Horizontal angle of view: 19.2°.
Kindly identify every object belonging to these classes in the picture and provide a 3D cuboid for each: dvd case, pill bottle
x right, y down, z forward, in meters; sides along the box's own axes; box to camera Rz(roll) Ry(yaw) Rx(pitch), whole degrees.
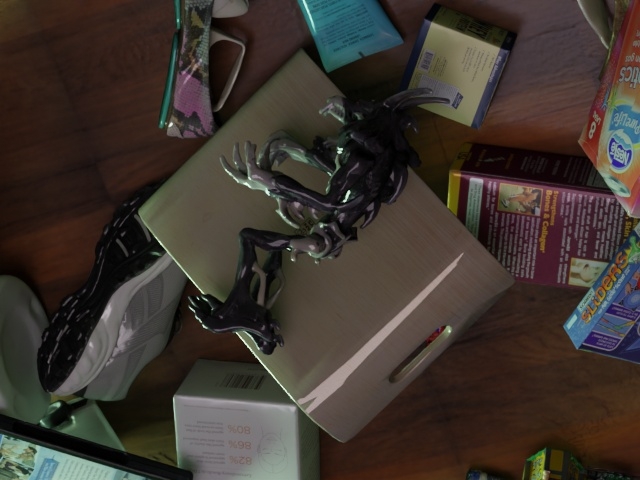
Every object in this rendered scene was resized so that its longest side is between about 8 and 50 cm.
[{"bbox_3d":[-0.270,0.247,1.901,0.253,0.022,0.180,18,139,-10],"label":"dvd case"},{"bbox_3d":[-0.430,0.131,1.935,0.283,0.160,0.160,-8,110,17],"label":"pill bottle"}]

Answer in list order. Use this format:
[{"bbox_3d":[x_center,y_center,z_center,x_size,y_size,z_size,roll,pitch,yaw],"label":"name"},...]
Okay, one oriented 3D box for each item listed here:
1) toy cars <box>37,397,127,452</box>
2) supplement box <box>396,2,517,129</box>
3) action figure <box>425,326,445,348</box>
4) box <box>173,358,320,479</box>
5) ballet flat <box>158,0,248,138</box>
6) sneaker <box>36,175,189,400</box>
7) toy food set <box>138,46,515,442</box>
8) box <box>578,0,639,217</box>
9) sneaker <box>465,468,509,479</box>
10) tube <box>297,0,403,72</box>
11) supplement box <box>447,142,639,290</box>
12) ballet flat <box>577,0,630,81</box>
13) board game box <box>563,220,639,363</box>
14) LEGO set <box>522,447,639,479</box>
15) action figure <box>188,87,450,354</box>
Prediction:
[{"bbox_3d":[-0.335,0.310,2.032,0.176,0.087,0.394,21,112,-9],"label":"toy cars"},{"bbox_3d":[0.125,-0.160,1.731,0.083,0.056,0.083,22,116,4],"label":"supplement box"},{"bbox_3d":[0.100,0.061,1.847,0.038,0.030,0.115,-7,113,11],"label":"action figure"},{"bbox_3d":[-0.072,0.218,1.920,0.130,0.091,0.170,4,113,12],"label":"box"},{"bbox_3d":[-0.109,-0.197,1.772,0.079,0.077,0.221,2,119,-7],"label":"ballet flat"},{"bbox_3d":[-0.176,0.049,1.885,0.108,0.100,0.271,22,113,-37],"label":"sneaker"},{"bbox_3d":[0.000,0.000,1.745,0.220,0.092,0.306,-44,72,6],"label":"toy food set"},{"bbox_3d":[0.392,-0.092,1.587,0.300,0.142,0.154,8,117,-17],"label":"box"},{"bbox_3d":[0.172,0.298,1.917,0.058,0.052,0.135,4,115,5],"label":"sneaker"},{"bbox_3d":[-0.004,-0.255,1.731,0.080,0.052,0.207,-18,112,25],"label":"tube"},{"bbox_3d":[0.213,-0.020,1.754,0.188,0.081,0.104,8,115,11],"label":"supplement box"},{"bbox_3d":[0.267,-0.278,1.631,0.124,0.116,0.342,7,119,31],"label":"ballet flat"},{"bbox_3d":[0.338,0.059,1.722,0.201,0.035,0.136,15,121,-32],"label":"board game box"},{"bbox_3d":[0.314,0.356,1.813,0.331,0.192,0.255,17,118,2],"label":"LEGO set"},{"bbox_3d":[-0.014,-0.041,1.626,0.141,0.164,0.276,38,98,13],"label":"action figure"}]
